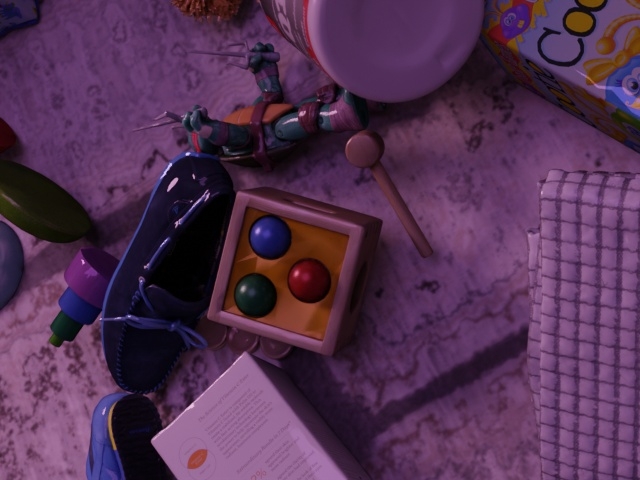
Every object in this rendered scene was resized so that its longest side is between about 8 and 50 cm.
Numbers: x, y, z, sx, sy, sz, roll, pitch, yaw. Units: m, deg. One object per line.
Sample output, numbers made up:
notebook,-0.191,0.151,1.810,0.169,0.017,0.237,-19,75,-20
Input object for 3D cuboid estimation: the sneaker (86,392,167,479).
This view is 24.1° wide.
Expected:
sneaker,-0.193,0.255,1.480,0.082,0.069,0.209,-19,73,53

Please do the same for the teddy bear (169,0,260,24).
teddy bear,-0.093,-0.390,1.543,0.245,0.113,0.338,13,104,11

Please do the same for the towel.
towel,0.293,0.073,1.230,0.235,0.121,0.284,5,113,26

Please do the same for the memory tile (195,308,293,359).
memory tile,-0.066,0.044,1.511,0.113,0.012,0.148,5,77,25

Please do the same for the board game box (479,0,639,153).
board game box,0.298,-0.162,1.342,0.275,0.144,0.142,35,90,29

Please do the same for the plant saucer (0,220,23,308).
plant saucer,-0.382,0.029,1.647,0.119,0.021,0.119,-7,72,22

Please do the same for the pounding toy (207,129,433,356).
pounding toy,0.010,-0.003,1.407,0.181,0.094,0.206,16,100,13

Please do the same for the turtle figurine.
turtle figurine,-0.059,-0.129,1.506,0.234,0.118,0.175,-7,34,19

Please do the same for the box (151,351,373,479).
box,-0.050,0.213,1.406,0.130,0.091,0.170,-43,63,6

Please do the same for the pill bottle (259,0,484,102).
pill bottle,0.030,-0.240,1.409,0.161,0.161,0.283,-48,26,4

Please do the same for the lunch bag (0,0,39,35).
lunch bag,-0.387,-0.322,1.697,0.096,0.129,0.151,-21,65,11

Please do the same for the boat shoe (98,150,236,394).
boat shoe,-0.150,0.042,1.450,0.089,0.109,0.258,45,127,51

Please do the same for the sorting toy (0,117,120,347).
sorting toy,-0.343,-0.018,1.598,0.365,0.127,0.126,44,106,29
